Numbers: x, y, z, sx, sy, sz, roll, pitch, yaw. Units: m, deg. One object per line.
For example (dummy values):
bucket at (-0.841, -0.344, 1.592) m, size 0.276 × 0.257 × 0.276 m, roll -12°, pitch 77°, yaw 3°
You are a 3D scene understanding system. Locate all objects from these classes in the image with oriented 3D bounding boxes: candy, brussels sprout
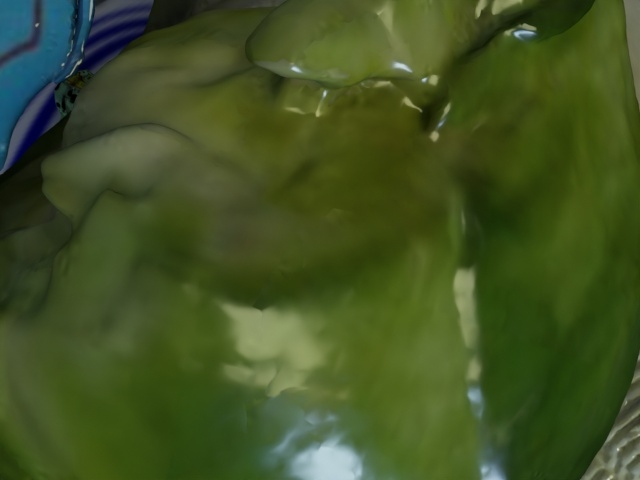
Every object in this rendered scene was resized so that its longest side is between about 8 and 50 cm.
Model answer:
candy at (-0.138, -0.050, 0.594) m, size 0.023 × 0.025 × 0.083 m, roll 35°, pitch 97°, yaw 3°
brussels sprout at (0.000, 0.000, 0.546) m, size 0.315 × 0.276 × 0.371 m, roll 51°, pitch 59°, yaw -39°

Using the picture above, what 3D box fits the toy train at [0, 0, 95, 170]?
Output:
toy train at (-0.209, -0.173, 0.393) m, size 0.265 × 0.188 × 0.300 m, roll -6°, pitch 109°, yaw -39°

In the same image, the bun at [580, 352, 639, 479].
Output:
bun at (0.262, 0.113, 0.836) m, size 0.134 × 0.220 × 0.220 m, roll -27°, pitch 126°, yaw -52°

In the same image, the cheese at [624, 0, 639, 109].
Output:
cheese at (0.296, -0.157, 0.802) m, size 0.384 × 0.104 × 0.384 m, roll -14°, pitch 116°, yaw -30°
